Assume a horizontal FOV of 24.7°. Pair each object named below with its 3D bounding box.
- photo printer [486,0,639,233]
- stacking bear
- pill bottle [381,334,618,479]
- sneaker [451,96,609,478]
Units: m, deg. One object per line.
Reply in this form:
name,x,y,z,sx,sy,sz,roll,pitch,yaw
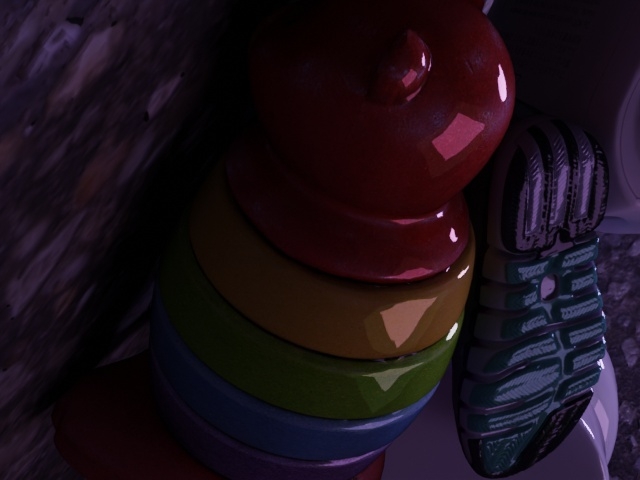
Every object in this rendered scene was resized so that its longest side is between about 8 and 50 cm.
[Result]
photo printer,0.194,-0.154,0.816,0.308,0.107,0.256,-65,-163,5
stacking bear,0.000,0.000,0.702,0.175,0.164,0.289,-42,160,-48
pill bottle,0.097,0.088,1.015,0.204,0.204,0.361,-57,-174,20
sneaker,0.098,0.020,0.778,0.083,0.098,0.224,-12,126,-23
